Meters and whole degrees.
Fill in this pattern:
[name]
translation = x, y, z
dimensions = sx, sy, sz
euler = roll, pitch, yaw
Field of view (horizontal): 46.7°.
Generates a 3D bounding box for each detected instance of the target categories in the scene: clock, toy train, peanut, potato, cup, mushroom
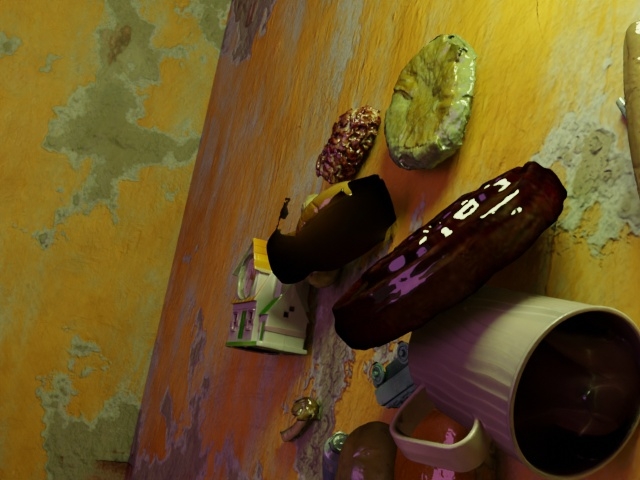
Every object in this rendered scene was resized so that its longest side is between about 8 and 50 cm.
[clock]
translation = -0.125, 0.127, 1.874
dimensions = 0.235, 0.166, 0.310
euler = -16, 61, 61
[toy train]
translation = 0.156, 0.248, 1.358
dimensions = 0.172, 0.070, 0.100
euler = -49, 47, 44
[peanut]
translation = 0.000, 0.000, 1.757
dimensions = 0.103, 0.098, 0.230
euler = 54, -146, -64
[potato]
translation = 0.092, 0.440, 1.282
dimensions = 0.148, 0.197, 0.228
euler = 2, 59, 20
[cup]
translation = 0.253, 0.201, 0.998
dimensions = 0.288, 0.208, 0.273
euler = -61, 23, -7
[mushroom]
translation = -0.060, 0.422, 1.719
dimensions = 0.187, 0.061, 0.060
euler = -57, 36, 41

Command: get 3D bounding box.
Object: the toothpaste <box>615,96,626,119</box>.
[toothpaste]
translation = 0.444, -0.171, 1.052
dimensions = 0.024, 0.015, 0.083
euler = -53, 39, 37

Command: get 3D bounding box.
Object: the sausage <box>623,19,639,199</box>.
[sausage]
translation = 0.444, -0.166, 0.994
dimensions = 0.066, 0.065, 0.301
euler = -33, 47, 55

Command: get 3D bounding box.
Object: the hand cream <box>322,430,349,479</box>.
[hand cream]
translation = 0.027, 0.455, 1.458
dimensions = 0.271, 0.058, 0.091
euler = 96, 166, -49

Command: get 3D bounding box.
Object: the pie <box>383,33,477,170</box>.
[pie]
translation = 0.221, -0.275, 1.492
dimensions = 0.306, 0.071, 0.307
euler = -39, 42, 47

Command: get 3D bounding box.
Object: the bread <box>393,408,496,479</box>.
[bread]
translation = 0.192, 0.390, 1.148
dimensions = 0.174, 0.121, 0.246
euler = -25, 53, 60

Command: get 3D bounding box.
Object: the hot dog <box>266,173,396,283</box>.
[hot dog]
translation = 0.024, -0.043, 1.631
dimensions = 0.325, 0.194, 0.107
euler = -18, 19, 23

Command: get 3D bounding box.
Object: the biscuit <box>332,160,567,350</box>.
[biscuit]
translation = 0.183, 0.014, 1.124
dimensions = 0.407, 0.091, 0.407
euler = -39, 2, 1

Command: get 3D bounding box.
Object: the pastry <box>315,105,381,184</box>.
[pastry]
translation = 0.065, -0.227, 1.761
dimensions = 0.209, 0.097, 0.115
euler = -59, 40, 28
